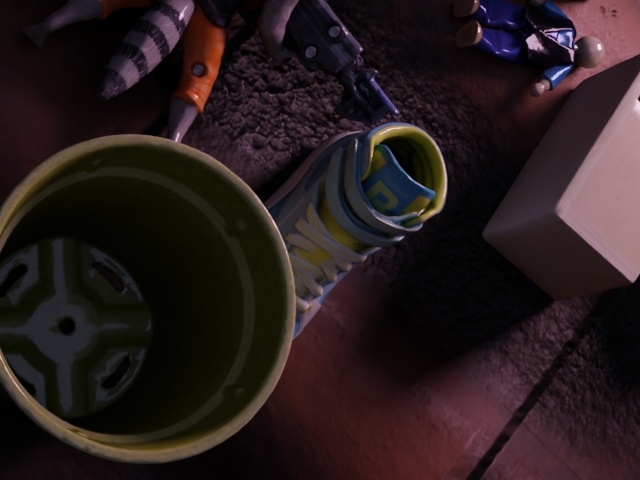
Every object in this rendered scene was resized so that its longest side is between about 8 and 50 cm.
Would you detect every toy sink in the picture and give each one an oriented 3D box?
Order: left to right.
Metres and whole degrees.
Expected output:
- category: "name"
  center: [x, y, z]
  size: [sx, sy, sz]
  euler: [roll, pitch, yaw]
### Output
- category: "toy sink"
  center: [0.312, -0.065, 1.745]
  size: [0.131, 0.153, 0.234]
  euler: [40, 67, -14]

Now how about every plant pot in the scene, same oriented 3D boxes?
- category: "plant pot"
  center: [-0.198, 0.067, 1.434]
  size: [0.276, 0.254, 0.276]
  euler: [5, 79, -24]

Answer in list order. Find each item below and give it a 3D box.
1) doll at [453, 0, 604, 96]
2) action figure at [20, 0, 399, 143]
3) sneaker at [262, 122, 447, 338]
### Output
- category: "doll"
  center: [0.238, -0.222, 1.795]
  size: [0.189, 0.046, 0.129]
  euler: [9, 68, -29]
- category: "action figure"
  center: [-0.071, -0.220, 1.572]
  size: [0.341, 0.178, 0.330]
  euler: [44, 86, 2]
- category: "sneaker"
  center: [0.000, 0.000, 1.561]
  size: [0.127, 0.208, 0.319]
  euler: [41, 68, -14]
